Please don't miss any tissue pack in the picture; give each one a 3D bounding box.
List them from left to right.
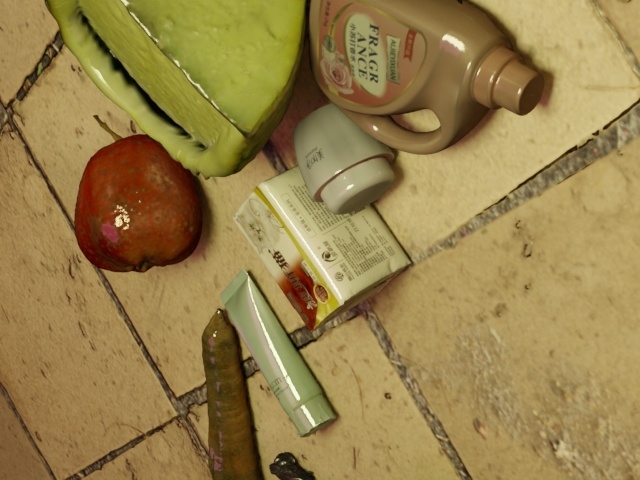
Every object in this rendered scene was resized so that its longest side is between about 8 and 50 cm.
[{"bbox_3d":[-0.001,0.001,1.510,0.148,0.106,0.099,56,145,8],"label":"tissue pack"}]

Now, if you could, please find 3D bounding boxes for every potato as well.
[{"bbox_3d":[-0.127,-0.239,1.461,0.330,0.213,0.280,49,162,1],"label":"potato"}]

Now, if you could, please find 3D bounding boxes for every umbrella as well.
[{"bbox_3d":[-0.005,0.310,1.783,0.144,0.040,0.037,38,146,35],"label":"umbrella"}]

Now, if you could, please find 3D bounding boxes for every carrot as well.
[{"bbox_3d":[-0.116,0.239,1.855,0.070,0.070,0.342,19,125,44],"label":"carrot"}]

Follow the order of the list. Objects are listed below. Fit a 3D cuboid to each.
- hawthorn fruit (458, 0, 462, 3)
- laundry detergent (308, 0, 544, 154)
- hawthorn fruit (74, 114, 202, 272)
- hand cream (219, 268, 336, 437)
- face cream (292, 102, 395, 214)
[{"bbox_3d":[0.036,-0.284,1.230,0.235,0.181,0.181,50,144,-1],"label":"hawthorn fruit"},{"bbox_3d":[0.093,-0.148,1.326,0.237,0.076,0.171,33,139,31],"label":"laundry detergent"},{"bbox_3d":[-0.219,-0.065,1.726,0.162,0.163,0.203,-19,80,54],"label":"hawthorn fruit"},{"bbox_3d":[-0.053,0.134,1.719,0.205,0.050,0.078,58,145,12],"label":"hand cream"},{"bbox_3d":[0.021,-0.081,1.443,0.095,0.091,0.091,61,145,14],"label":"face cream"}]
